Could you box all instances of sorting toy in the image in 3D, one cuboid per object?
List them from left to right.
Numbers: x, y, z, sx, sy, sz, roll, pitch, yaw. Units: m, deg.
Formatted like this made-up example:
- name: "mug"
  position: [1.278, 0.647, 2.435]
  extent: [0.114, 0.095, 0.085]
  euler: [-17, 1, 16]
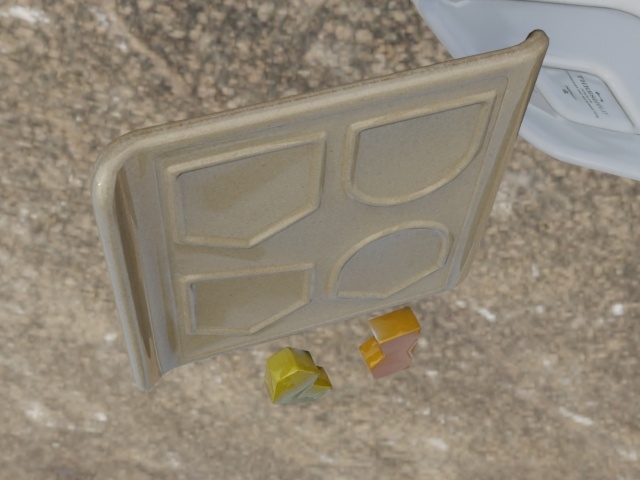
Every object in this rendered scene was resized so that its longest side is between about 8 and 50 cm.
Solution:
- name: "sorting toy"
  position: [-0.004, 0.013, 0.552]
  extent: [0.229, 0.041, 0.307]
  euler: [-18, 150, -15]

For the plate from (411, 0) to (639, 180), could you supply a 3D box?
- name: "plate"
  position: [0.181, -0.110, 0.634]
  extent: [0.277, 0.045, 0.278]
  euler: [39, 170, -39]
